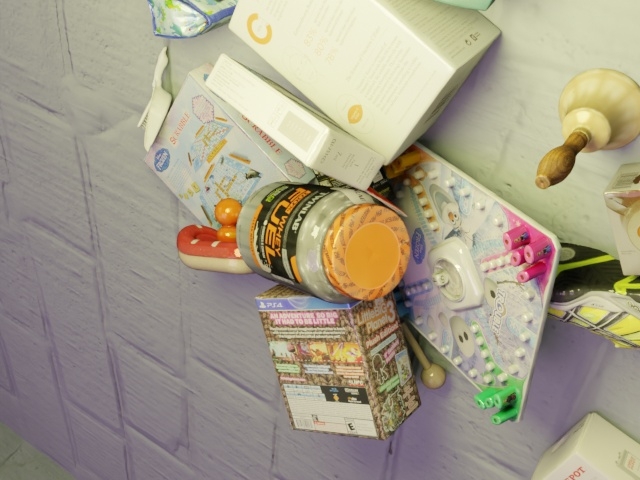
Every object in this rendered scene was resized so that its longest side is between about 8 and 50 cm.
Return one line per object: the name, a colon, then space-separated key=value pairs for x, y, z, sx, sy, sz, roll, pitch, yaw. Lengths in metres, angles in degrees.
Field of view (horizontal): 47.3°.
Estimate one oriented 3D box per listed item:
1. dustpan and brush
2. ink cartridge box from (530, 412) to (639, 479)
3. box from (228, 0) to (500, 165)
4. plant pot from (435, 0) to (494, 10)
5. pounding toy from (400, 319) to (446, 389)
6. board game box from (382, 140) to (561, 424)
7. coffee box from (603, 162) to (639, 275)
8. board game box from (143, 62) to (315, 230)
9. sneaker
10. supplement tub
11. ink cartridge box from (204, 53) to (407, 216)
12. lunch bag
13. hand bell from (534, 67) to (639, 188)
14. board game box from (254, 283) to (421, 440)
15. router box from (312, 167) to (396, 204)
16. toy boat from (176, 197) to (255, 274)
dustpan and brush: x=-0.345 y=-0.300 z=1.539 sx=0.060 sy=0.147 sz=0.211 roll=24 pitch=103 yaw=-18
ink cartridge box: x=0.555 y=0.486 z=1.355 sx=0.283 sy=0.117 sz=0.207 roll=36 pitch=137 yaw=13
box: x=0.060 y=-0.325 z=1.130 sx=0.345 sy=0.168 sz=0.215 roll=42 pitch=138 yaw=6
plant pot: x=0.162 y=-0.426 z=0.982 sx=0.234 sy=0.166 sz=0.165 roll=33 pitch=136 yaw=7
pounding toy: x=0.140 y=0.263 z=1.561 sx=0.237 sy=0.110 sz=0.183 roll=-30 pitch=98 yaw=29
board game box: x=0.220 y=0.066 z=1.254 sx=0.390 sy=0.050 sz=0.390 roll=45 pitch=145 yaw=44
coffee box: x=0.536 y=-0.037 z=0.999 sx=0.246 sy=0.098 sz=0.141 roll=-3 pitch=118 yaw=41
board game box: x=-0.204 y=-0.154 z=1.551 sx=0.318 sy=0.066 sz=0.318 roll=47 pitch=138 yaw=1
sneaker: x=0.438 y=0.102 z=1.154 sx=0.384 sy=0.145 sz=0.147 roll=10 pitch=130 yaw=39
supplement tub: x=0.000 y=0.000 z=1.269 sx=0.316 sy=0.193 sz=0.194 roll=13 pitch=130 yaw=57
ink cartridge box: x=-0.008 y=-0.167 z=1.155 sx=0.296 sy=0.261 sz=0.066 roll=42 pitch=104 yaw=40
lunch bag: x=-0.214 y=-0.418 z=1.318 sx=0.151 sy=0.129 sz=0.096 roll=18 pitch=130 yaw=31
hand bell: x=0.343 y=-0.132 z=0.983 sx=0.126 sy=0.242 sz=0.126 roll=21 pitch=131 yaw=27
board game box: x=0.035 y=0.216 z=1.421 sx=0.232 sy=0.141 sz=0.291 roll=-5 pitch=105 yaw=39
router box: x=0.052 y=-0.118 z=1.329 sx=0.133 sy=0.046 sz=0.179 roll=64 pitch=156 yaw=-8
toy boat: x=-0.193 y=-0.013 z=1.518 sx=0.231 sy=0.151 sz=0.151 roll=4 pitch=94 yaw=36
